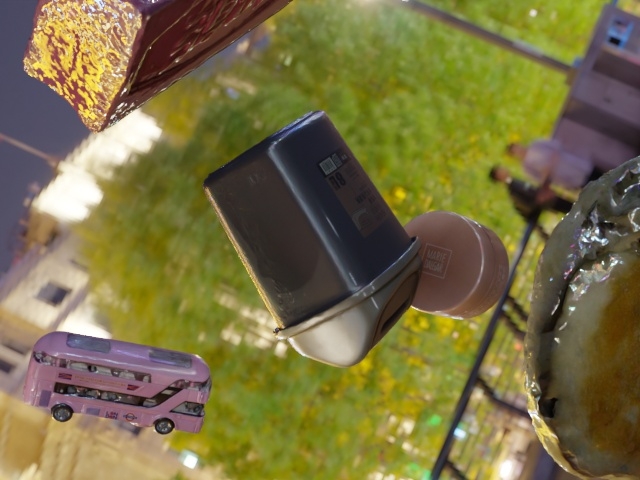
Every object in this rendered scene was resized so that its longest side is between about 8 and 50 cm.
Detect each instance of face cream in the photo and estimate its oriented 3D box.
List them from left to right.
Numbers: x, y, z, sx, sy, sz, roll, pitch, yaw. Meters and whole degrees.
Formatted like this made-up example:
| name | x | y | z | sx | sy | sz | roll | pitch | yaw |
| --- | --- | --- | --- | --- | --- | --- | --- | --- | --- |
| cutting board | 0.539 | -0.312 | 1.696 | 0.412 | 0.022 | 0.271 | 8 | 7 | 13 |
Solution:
| name | x | y | z | sx | sy | sz | roll | pitch | yaw |
| --- | --- | --- | --- | --- | --- | --- | --- | --- | --- |
| face cream | 0.187 | 0.037 | 1.766 | 0.104 | 0.149 | 0.149 | 16 | -81 | -60 |

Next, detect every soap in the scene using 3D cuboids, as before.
| name | x | y | z | sx | sy | sz | roll | pitch | yaw |
| --- | --- | --- | --- | --- | --- | --- | --- | --- | --- |
| soap | -0.133 | -0.293 | 1.302 | 0.359 | 0.128 | 0.233 | -41 | -6 | -34 |

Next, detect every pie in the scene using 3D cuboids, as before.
| name | x | y | z | sx | sy | sz | roll | pitch | yaw |
| --- | --- | --- | --- | --- | --- | --- | --- | --- | --- |
| pie | 0.314 | 0.070 | 1.120 | 0.077 | 0.339 | 0.339 | 26 | 93 | 55 |

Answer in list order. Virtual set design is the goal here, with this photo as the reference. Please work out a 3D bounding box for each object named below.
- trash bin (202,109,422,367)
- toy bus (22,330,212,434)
| name | x | y | z | sx | sy | sz | roll | pitch | yaw |
| --- | --- | --- | --- | --- | --- | --- | --- | --- | --- |
| trash bin | 0.000 | 0.000 | 1.528 | 0.182 | 0.290 | 0.209 | -29 | 5 | 32 |
| toy bus | -0.222 | 0.159 | 1.352 | 0.063 | 0.203 | 0.090 | -107 | 31 | -64 |
